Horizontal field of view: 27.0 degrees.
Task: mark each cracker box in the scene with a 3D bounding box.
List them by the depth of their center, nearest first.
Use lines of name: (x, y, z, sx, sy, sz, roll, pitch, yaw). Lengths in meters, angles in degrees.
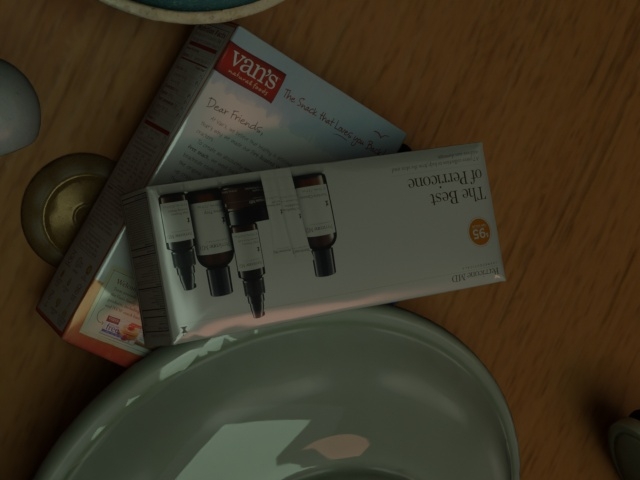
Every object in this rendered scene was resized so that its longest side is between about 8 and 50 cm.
cracker box: (-0.065, -0.014, 0.906, 0.156, 0.067, 0.232, 30, 91, -33)

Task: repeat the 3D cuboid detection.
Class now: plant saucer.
plant saucer: (-0.160, -0.017, 0.906, 0.083, 0.015, 0.083, -5, 103, -20)
plant saucer: (-0.016, 0.237, 0.935, 0.401, 0.100, 0.400, -10, 117, -21)

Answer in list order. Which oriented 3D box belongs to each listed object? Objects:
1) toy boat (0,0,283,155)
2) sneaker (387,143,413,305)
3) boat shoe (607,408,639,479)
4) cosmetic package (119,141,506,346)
toy boat: (-0.134, -0.181, 0.776, 0.267, 0.148, 0.318, 34, 87, -25)
sneaker: (0.033, 0.034, 0.965, 0.082, 0.069, 0.209, 36, 88, -28)
boat shoe: (0.355, 0.232, 1.104, 0.113, 0.127, 0.340, -43, 115, -9)
cosmetic package: (0.000, 0.000, 0.854, 0.239, 0.060, 0.098, -10, 91, -26)
